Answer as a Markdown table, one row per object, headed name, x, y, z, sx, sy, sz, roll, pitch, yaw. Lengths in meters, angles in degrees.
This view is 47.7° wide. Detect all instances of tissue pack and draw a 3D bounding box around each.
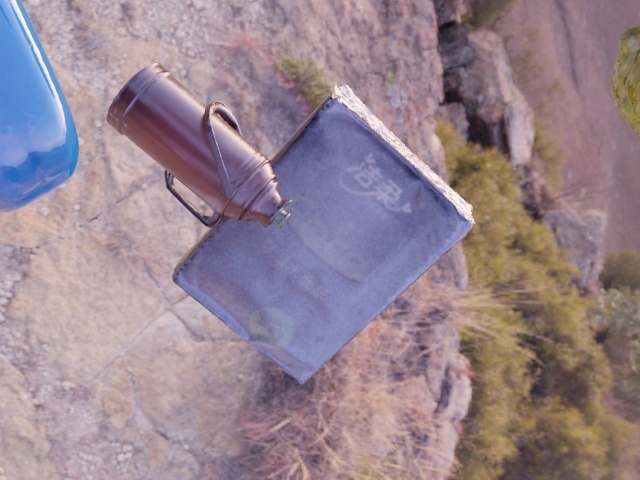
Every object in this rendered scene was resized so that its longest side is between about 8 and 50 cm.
| name | x | y | z | sx | sy | sz | roll | pitch | yaw |
| --- | --- | --- | --- | --- | --- | --- | --- | --- | --- |
| tissue pack | 0.000 | 0.000 | 1.124 | 0.288 | 0.394 | 0.124 | 41 | 20 | -9 |

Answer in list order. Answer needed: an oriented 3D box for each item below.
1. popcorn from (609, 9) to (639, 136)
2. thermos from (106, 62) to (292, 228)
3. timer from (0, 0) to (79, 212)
| name | x | y | z | sx | sy | sz | roll | pitch | yaw |
| --- | --- | --- | --- | --- | --- | --- | --- | --- | --- |
| popcorn | 0.404 | -0.186 | 0.751 | 0.212 | 0.198 | 0.197 | -69 | 140 | -56 |
| thermos | -0.132 | -0.092 | 0.843 | 0.232 | 0.124 | 0.099 | 42 | 18 | 0 |
| timer | -0.307 | -0.178 | 0.487 | 0.115 | 0.340 | 0.308 | -36 | 138 | -24 |
